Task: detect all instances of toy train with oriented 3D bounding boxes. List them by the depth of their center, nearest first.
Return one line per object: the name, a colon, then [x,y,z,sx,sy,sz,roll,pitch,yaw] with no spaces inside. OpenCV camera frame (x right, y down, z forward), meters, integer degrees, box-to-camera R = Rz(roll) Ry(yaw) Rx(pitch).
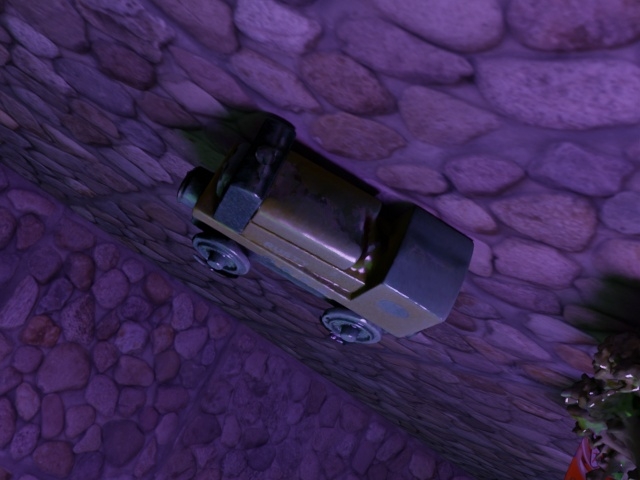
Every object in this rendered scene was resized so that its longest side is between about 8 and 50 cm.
toy train: [0.000,0.000,0.936,0.397,0.160,0.253,31,155,-8]

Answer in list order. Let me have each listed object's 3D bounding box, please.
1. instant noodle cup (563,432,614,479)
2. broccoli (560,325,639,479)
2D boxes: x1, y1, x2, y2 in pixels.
instant noodle cup: [0.499,0.373,1.080,0.192,0.250,0.250,26,164,32]
broccoli: [0.414,0.212,0.713,0.338,0.317,0.277,-7,122,30]
